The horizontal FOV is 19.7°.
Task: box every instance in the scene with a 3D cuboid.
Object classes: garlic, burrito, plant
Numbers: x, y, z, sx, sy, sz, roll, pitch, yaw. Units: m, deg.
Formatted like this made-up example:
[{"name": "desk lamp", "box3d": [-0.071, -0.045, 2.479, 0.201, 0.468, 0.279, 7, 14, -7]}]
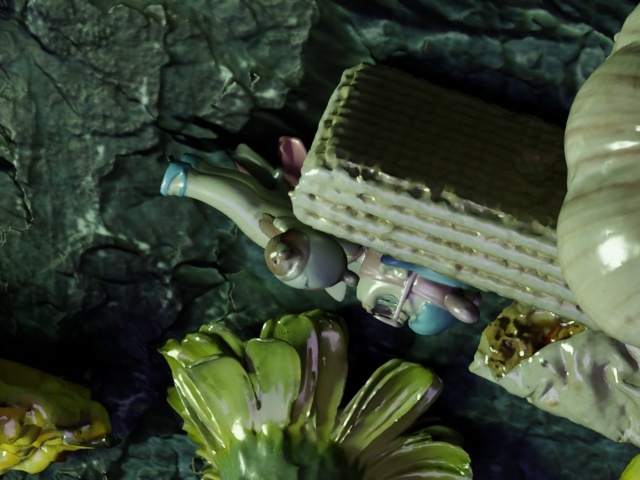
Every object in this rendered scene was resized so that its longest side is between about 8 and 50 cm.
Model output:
[{"name": "garlic", "box3d": [0.304, -0.036, 1.142, 0.322, 0.322, 0.241, 28, 148, -3]}, {"name": "burrito", "box3d": [0.313, 0.128, 1.414, 0.392, 0.076, 0.117, 20, 126, 2]}, {"name": "plant", "box3d": [-0.036, 0.218, 1.551, 0.306, 0.297, 0.261, 30, 166, -26]}]

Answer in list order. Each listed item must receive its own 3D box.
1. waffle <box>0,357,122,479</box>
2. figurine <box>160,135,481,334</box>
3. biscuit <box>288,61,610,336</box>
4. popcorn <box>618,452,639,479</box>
[{"name": "waffle", "box3d": [-0.392, 0.172, 1.591, 0.380, 0.095, 0.382, -19, 160, 28]}, {"name": "figurine", "box3d": [0.006, -0.012, 1.369, 0.260, 0.205, 0.103, 24, 90, 5]}, {"name": "biscuit", "box3d": [0.196, -0.009, 1.300, 0.426, 0.144, 0.078, 19, 134, 2]}, {"name": "popcorn", "box3d": [0.324, 0.199, 1.295, 0.266, 0.192, 0.233, 4, 156, -32]}]
